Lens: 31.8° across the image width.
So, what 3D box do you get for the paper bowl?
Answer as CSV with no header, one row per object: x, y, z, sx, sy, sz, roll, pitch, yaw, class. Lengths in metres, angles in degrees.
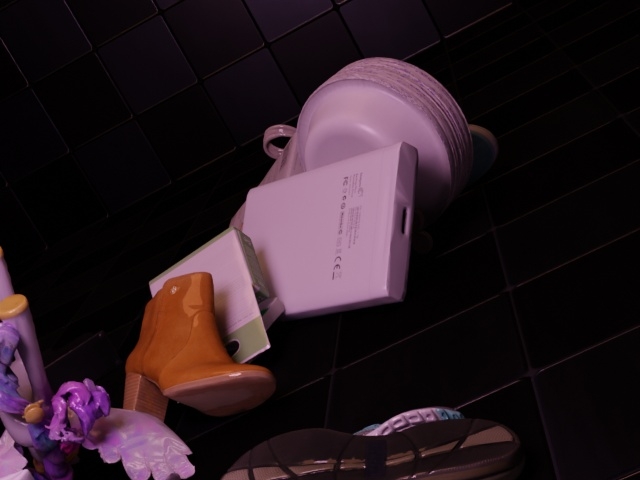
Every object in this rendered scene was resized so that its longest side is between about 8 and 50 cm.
0.088,-0.136,1.796,0.284,0.284,0.148,-16,21,42,paper bowl

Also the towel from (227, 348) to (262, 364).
-0.156,0.186,1.681,0.148,0.027,0.110,-29,15,-5,towel

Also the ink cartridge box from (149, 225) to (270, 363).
-0.156,0.114,1.664,0.171,0.056,0.235,-33,51,15,ink cartridge box

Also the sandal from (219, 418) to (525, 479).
0.039,0.233,1.031,0.302,0.086,0.120,-8,22,16,sandal

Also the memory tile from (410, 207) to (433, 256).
0.106,-0.040,1.711,0.113,0.148,0.012,-19,4,41,memory tile

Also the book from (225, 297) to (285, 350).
-0.132,0.134,1.703,0.144,0.035,0.096,-12,27,43,book

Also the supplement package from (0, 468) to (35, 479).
-0.320,0.356,1.039,0.194,0.203,0.149,-23,15,26,supplement package

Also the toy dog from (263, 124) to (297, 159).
0.053,-0.235,2.435,0.333,0.220,0.161,-15,39,20,toy dog

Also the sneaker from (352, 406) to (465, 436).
0.068,0.200,1.119,0.166,0.065,0.076,-23,9,14,sneaker

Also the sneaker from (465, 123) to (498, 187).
0.198,-0.162,2.002,0.319,0.127,0.208,-17,19,38,sneaker

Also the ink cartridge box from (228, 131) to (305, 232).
-0.101,-0.025,2.086,0.261,0.066,0.296,-51,17,34,ink cartridge box

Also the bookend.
-0.463,0.230,2.042,0.156,0.072,0.157,-34,14,-23,bookend

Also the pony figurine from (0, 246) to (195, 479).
-0.363,0.224,1.438,0.303,0.363,0.351,-26,28,-15,pony figurine

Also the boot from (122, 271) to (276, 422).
-0.165,0.134,1.536,0.295,0.104,0.211,-20,50,39,boot

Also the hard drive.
0.000,0.000,1.706,0.353,0.047,0.233,-14,63,47,hard drive
